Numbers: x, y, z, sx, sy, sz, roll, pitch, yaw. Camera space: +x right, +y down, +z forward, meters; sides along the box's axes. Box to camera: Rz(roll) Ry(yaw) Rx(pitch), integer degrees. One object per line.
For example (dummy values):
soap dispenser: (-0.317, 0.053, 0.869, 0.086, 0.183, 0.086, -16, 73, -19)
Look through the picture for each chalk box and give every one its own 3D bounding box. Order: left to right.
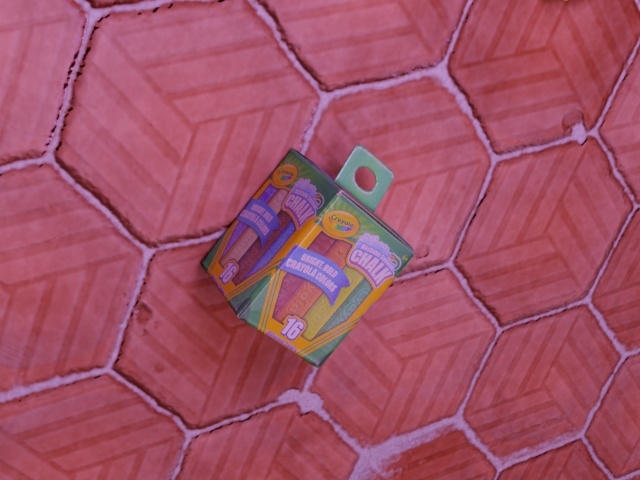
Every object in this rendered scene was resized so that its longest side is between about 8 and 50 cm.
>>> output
chalk box: (0.000, 0.000, 0.944, 0.132, 0.132, 0.213, 36, 96, -35)
